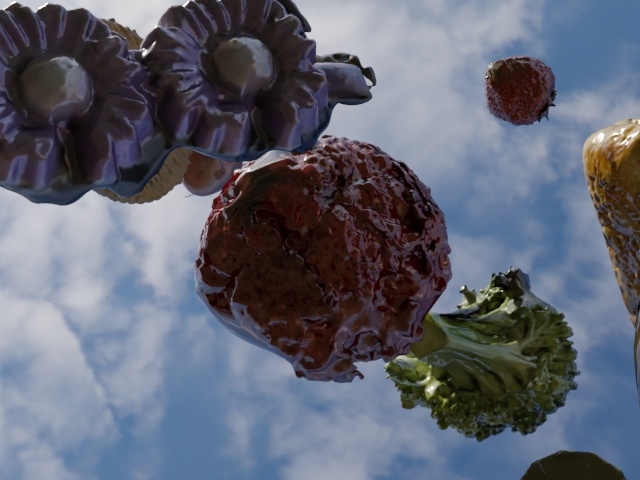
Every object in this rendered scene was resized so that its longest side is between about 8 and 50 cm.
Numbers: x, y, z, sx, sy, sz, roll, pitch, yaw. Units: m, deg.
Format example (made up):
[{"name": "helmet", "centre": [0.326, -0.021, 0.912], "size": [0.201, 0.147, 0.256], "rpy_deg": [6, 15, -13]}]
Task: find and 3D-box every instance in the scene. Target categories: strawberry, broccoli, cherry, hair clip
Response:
[{"name": "strawberry", "centre": [0.000, 0.000, 0.917], "size": [0.274, 0.221, 0.274], "rpy_deg": [-4, -136, 4]}, {"name": "strawberry", "centre": [0.263, -0.206, 1.238], "size": [0.106, 0.106, 0.106], "rpy_deg": [-6, -101, 29]}, {"name": "broccoli", "centre": [0.200, 0.141, 1.261], "size": [0.262, 0.243, 0.247], "rpy_deg": [9, -100, 43]}, {"name": "cherry", "centre": [-0.170, -0.121, 1.410], "size": [0.086, 0.126, 0.106], "rpy_deg": [20, -116, 24]}, {"name": "hair clip", "centre": [-0.098, -0.073, 0.479], "size": [0.084, 0.292, 0.106], "rpy_deg": [120, -45, -60]}]

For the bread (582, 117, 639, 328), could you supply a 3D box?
[{"name": "bread", "centre": [0.279, 0.002, 0.741], "size": [0.083, 0.114, 0.211], "rpy_deg": [-25, -79, -15]}]

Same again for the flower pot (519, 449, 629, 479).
[{"name": "flower pot", "centre": [0.320, 0.361, 1.122], "size": [0.212, 0.203, 0.212], "rpy_deg": [-8, -122, 13]}]

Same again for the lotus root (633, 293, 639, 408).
[{"name": "lotus root", "centre": [0.217, 0.083, 0.391], "size": [0.151, 0.275, 0.160], "rpy_deg": [-13, -146, 2]}]

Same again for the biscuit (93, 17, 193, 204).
[{"name": "biscuit", "centre": [-0.266, -0.169, 1.207], "size": [0.035, 0.254, 0.254], "rpy_deg": [-16, -106, 37]}]
